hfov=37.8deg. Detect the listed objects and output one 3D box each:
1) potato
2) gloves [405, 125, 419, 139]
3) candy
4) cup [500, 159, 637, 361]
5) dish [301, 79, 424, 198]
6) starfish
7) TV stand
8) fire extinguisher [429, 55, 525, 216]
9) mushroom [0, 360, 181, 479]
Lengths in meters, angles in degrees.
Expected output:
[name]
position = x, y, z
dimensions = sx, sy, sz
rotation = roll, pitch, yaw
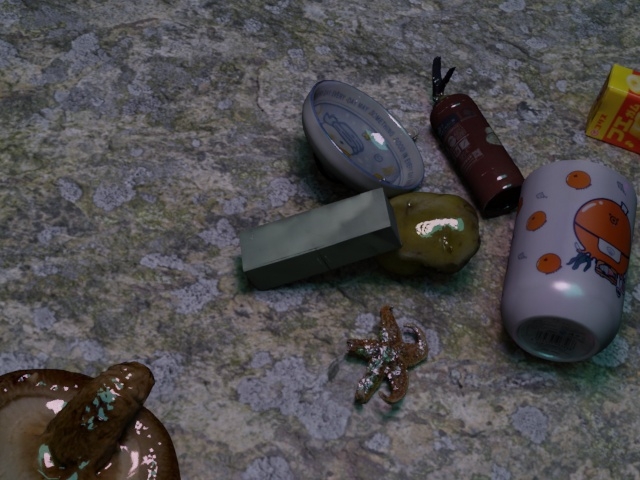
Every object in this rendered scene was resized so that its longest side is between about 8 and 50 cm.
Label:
[potato]
position = 0.189, -0.014, 1.697
dimensions = 0.200, 0.137, 0.154
rotation = -2, 22, 10
[gloves]
position = 0.171, -0.212, 1.905
dimensions = 0.044, 0.037, 0.081
rotation = 12, 51, 45
[candy]
position = 0.708, -0.248, 1.944
dimensions = 0.276, 0.146, 0.088
rotation = 20, 54, 7
[cup]
position = 0.437, 0.045, 1.660
dimensions = 0.212, 0.212, 0.317
rotation = 17, 57, 3
[dish]
position = 0.056, -0.163, 1.791
dimensions = 0.273, 0.134, 0.273
rotation = 28, 35, -22
[starfish]
position = 0.112, 0.197, 1.611
dimensions = 0.150, 0.053, 0.209
rotation = 14, 49, -14
[TV stand]
position = 0.000, 0.000, 1.633
dimensions = 0.269, 0.083, 0.088
rotation = -17, 55, 13
[fire extinguisher]
position = 0.297, -0.220, 1.863
dimensions = 0.102, 0.138, 0.344
rotation = -14, 59, -21
[mushroom]
position = -0.369, 0.342, 1.340
dimensions = 0.345, 0.239, 0.345
rotation = -9, 46, 9
